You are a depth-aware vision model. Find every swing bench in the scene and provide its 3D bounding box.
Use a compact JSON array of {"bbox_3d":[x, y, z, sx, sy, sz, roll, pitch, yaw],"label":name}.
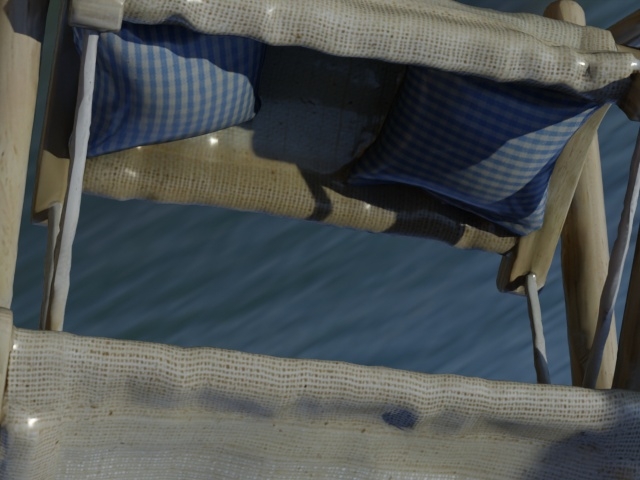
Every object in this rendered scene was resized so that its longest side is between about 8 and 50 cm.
[{"bbox_3d":[0.000,0.000,0.551,0.253,0.254,0.165,6,171,-13],"label":"swing bench"}]
